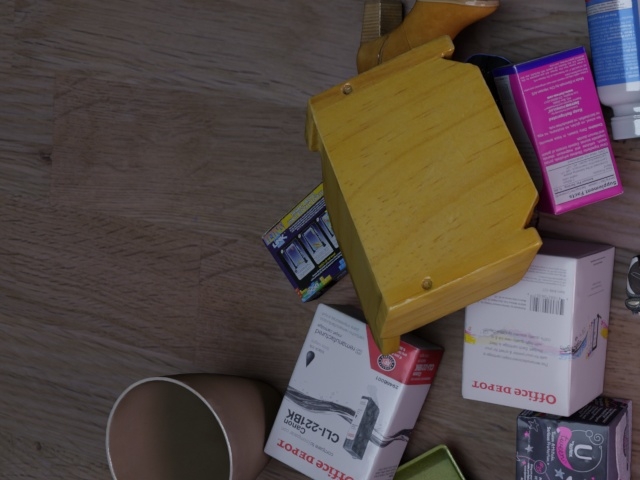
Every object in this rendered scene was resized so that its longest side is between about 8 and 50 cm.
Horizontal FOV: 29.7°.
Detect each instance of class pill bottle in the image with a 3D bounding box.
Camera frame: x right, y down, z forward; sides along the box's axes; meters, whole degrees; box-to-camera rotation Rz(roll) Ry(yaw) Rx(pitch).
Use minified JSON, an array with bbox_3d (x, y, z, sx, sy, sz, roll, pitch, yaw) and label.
[{"bbox_3d":[0.443,-0.256,1.695,0.124,0.124,0.222,-4,94,31],"label":"pill bottle"}]

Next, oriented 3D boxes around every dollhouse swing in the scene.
[{"bbox_3d":[0.152,-0.041,1.783,0.315,0.305,0.347,-24,65,8],"label":"dollhouse swing"}]

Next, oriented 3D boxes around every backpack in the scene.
[{"bbox_3d":[0.256,-0.223,1.833,0.105,0.084,0.114,17,100,29],"label":"backpack"}]

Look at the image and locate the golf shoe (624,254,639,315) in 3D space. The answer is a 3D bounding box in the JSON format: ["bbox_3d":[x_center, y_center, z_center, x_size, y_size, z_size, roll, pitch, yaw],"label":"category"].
[{"bbox_3d":[0.529,0.058,1.716,0.198,0.077,0.094,-2,96,30],"label":"golf shoe"}]

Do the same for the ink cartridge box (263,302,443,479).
[{"bbox_3d":[0.052,0.264,1.977,0.197,0.114,0.273,23,97,27],"label":"ink cartridge box"}]

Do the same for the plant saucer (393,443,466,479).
[{"bbox_3d":[0.188,0.449,1.991,0.188,0.045,0.188,-35,79,29],"label":"plant saucer"}]

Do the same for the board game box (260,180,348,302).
[{"bbox_3d":[0.000,0.000,2.039,0.170,0.048,0.141,-41,74,28],"label":"board game box"}]

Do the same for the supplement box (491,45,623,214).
[{"bbox_3d":[0.340,-0.157,1.739,0.114,0.111,0.220,-16,98,-7],"label":"supplement box"}]

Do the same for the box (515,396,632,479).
[{"bbox_3d":[0.381,0.366,1.796,0.142,0.163,0.247,4,99,27],"label":"box"}]

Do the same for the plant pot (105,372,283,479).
[{"bbox_3d":[-0.178,0.331,2.058,0.256,0.274,0.256,4,99,31],"label":"plant pot"}]

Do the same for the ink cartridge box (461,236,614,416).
[{"bbox_3d":[0.323,0.121,1.792,0.171,0.168,0.233,8,100,31],"label":"ink cartridge box"}]

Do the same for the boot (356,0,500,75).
[{"bbox_3d":[0.163,-0.267,1.849,0.295,0.104,0.211,8,103,53],"label":"boot"}]
